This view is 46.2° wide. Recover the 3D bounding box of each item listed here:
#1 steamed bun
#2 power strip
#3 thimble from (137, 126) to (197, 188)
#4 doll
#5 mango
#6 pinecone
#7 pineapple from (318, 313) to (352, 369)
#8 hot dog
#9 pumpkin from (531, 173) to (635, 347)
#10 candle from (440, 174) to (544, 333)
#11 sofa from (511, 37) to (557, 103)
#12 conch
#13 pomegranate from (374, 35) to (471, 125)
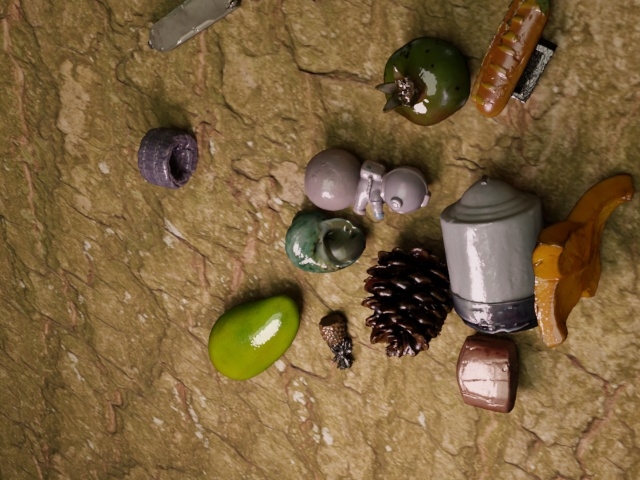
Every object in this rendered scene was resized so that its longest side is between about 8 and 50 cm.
[{"bbox_3d":[0.399,0.313,1.782,0.144,0.106,0.175,6,103,31],"label":"steamed bun"},{"bbox_3d":[-0.303,-0.522,1.763,0.286,0.048,0.080,-22,100,34],"label":"power strip"},{"bbox_3d":[-0.388,-0.211,1.905,0.097,0.150,0.150,12,119,24],"label":"thimble"},{"bbox_3d":[0.110,-0.128,1.692,0.287,0.151,0.151,9,118,19],"label":"doll"},{"bbox_3d":[-0.178,0.251,2.019,0.192,0.156,0.343,43,123,-8],"label":"mango"},{"bbox_3d":[0.196,0.137,1.716,0.224,0.273,0.224,19,161,7],"label":"pinecone"},{"bbox_3d":[0.044,0.271,1.968,0.074,0.074,0.159,-3,121,29],"label":"pineapple"},{"bbox_3d":[0.367,-0.371,1.454,0.072,0.115,0.269,18,117,-5],"label":"hot dog"},{"bbox_3d":[0.516,0.035,1.499,0.095,0.290,0.258,22,134,41],"label":"pumpkin"},{"bbox_3d":[0.369,0.012,1.578,0.221,0.221,0.343,-2,109,28],"label":"candle"},{"bbox_3d":[0.417,-0.333,1.473,0.039,0.060,0.118,28,124,8],"label":"sofa"},{"bbox_3d":[0.003,0.002,1.822,0.188,0.122,0.176,43,105,0],"label":"conch"},{"bbox_3d":[0.198,-0.312,1.501,0.181,0.224,0.182,17,122,29],"label":"pomegranate"}]
